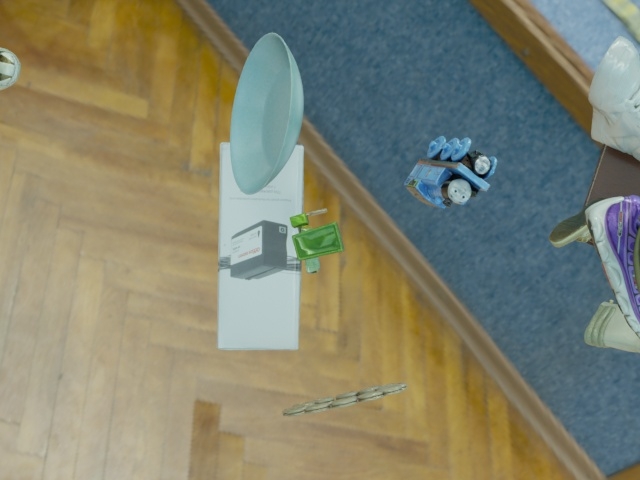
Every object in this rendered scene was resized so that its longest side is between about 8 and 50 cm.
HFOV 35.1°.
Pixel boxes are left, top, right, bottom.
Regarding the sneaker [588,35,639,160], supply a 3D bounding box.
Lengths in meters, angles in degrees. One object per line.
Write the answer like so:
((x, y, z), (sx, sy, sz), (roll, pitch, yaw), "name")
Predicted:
((0.521, -0.207, 1.607), (0.169, 0.292, 0.108), (35, 85, 24), "sneaker")

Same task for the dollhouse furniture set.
((0.000, 0.000, 1.303), (0.058, 0.151, 0.076), (-15, 87, 3), "dollhouse furniture set")

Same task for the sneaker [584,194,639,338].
((0.326, 0.032, 1.024), (0.068, 0.071, 0.170), (-77, 143, -63), "sneaker")

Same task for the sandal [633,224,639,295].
((0.387, -0.038, 0.941), (0.120, 0.086, 0.303), (32, 76, -11), "sandal")

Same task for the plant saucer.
((-0.059, -0.149, 1.217), (0.037, 0.195, 0.195), (7, 59, -26), "plant saucer")

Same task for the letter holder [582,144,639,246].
((0.638, -0.044, 1.799), (0.152, 0.301, 0.215), (18, 90, -61), "letter holder")

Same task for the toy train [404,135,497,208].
((0.204, -0.102, 1.582), (0.080, 0.184, 0.105), (33, 88, -18), "toy train")

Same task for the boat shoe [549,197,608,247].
((0.450, -0.021, 1.732), (0.135, 0.050, 0.045), (-32, 119, -17), "boat shoe")

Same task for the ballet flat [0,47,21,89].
((-0.406, -0.211, 1.238), (0.052, 0.057, 0.168), (14, 8, 18), "ballet flat")

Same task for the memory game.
((0.034, 0.227, 1.450), (0.186, 0.186, 0.012), (-8, 83, -32), "memory game")

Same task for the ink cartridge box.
((-0.092, 0.001, 1.587), (0.128, 0.223, 0.308), (2, 96, -2), "ink cartridge box")

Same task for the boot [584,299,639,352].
((0.548, 0.131, 1.660), (0.213, 0.165, 0.077), (-27, 114, -42), "boot")
